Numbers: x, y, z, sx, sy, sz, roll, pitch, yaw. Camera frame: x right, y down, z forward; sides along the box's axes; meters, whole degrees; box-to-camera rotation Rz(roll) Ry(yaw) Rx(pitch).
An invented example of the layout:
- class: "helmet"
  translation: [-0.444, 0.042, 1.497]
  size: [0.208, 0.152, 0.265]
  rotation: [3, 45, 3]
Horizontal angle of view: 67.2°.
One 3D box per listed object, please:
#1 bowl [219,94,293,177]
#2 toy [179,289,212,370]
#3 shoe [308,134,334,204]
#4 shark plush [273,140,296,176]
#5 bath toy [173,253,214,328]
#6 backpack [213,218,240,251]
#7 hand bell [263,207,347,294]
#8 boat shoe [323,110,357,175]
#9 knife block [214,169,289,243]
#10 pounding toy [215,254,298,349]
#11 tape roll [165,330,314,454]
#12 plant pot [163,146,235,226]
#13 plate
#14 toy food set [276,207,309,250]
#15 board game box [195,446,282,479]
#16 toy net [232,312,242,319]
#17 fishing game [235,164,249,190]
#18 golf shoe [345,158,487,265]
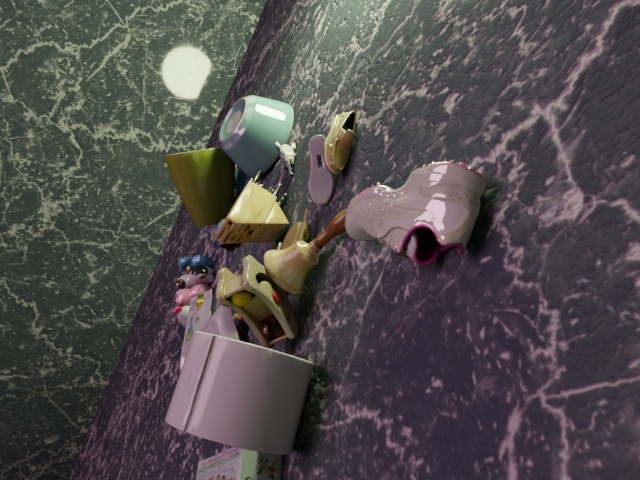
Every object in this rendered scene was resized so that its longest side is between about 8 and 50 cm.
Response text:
- class: "bowl"
  translation: [-0.253, -0.401, 1.757]
  size: [0.311, 0.163, 0.311]
  rotation: [-32, 45, 38]
- class: "toy"
  translation: [-0.373, 0.285, 1.514]
  size: [0.137, 0.056, 0.237]
  rotation: [-24, 58, 42]
- class: "shoe"
  translation: [0.004, -0.172, 1.225]
  size: [0.081, 0.063, 0.178]
  rotation: [42, -137, -78]
- class: "shark plush"
  translation: [-0.100, -0.257, 1.544]
  size: [0.161, 0.073, 0.067]
  rotation: [57, 144, 37]
- class: "bath toy"
  translation: [-0.481, 0.196, 1.798]
  size: [0.151, 0.129, 0.348]
  rotation: [-54, 28, 26]
- class: "backpack"
  translation: [-0.330, -0.035, 1.743]
  size: [0.105, 0.084, 0.114]
  rotation: [-29, 41, 50]
- class: "hand bell"
  translation: [0.000, 0.000, 1.061]
  size: [0.242, 0.126, 0.126]
  rotation: [-42, 33, 22]
- class: "boat shoe"
  translation: [0.055, -0.247, 1.181]
  size: [0.072, 0.068, 0.190]
  rotation: [-21, 51, 39]
- class: "knife block"
  translation: [-0.210, -0.110, 1.394]
  size: [0.088, 0.275, 0.242]
  rotation: [-50, 59, 33]
- class: "pounding toy"
  translation: [-0.153, 0.163, 1.063]
  size: [0.155, 0.269, 0.154]
  rotation: [-27, 54, 11]
- class: "tape roll"
  translation: [-0.150, 0.287, 0.918]
  size: [0.246, 0.246, 0.169]
  rotation: [-15, 57, 60]
- class: "plant pot"
  translation: [-0.453, -0.213, 1.919]
  size: [0.275, 0.275, 0.293]
  rotation: [-160, 59, -65]
- class: "plate"
  translation: [-0.313, 0.351, 1.339]
  size: [0.278, 0.045, 0.277]
  rotation: [-50, 43, 24]
- class: "toy food set"
  translation: [-0.068, 0.014, 1.243]
  size: [0.192, 0.038, 0.132]
  rotation: [-47, 24, 47]
- class: "board game box"
  translation: [-0.173, 0.564, 0.907]
  size: [0.224, 0.097, 0.303]
  rotation: [-41, 37, 42]
- class: "toy net"
  translation: [-0.168, 0.145, 1.262]
  size: [0.122, 0.045, 0.232]
  rotation: [-49, 13, -32]
- class: "fishing game"
  translation: [-0.293, -0.284, 1.937]
  size: [0.264, 0.041, 0.189]
  rotation: [-15, 64, 53]
- class: "golf shoe"
  translation: [0.129, -0.024, 0.784]
  size: [0.306, 0.115, 0.140]
  rotation: [-22, 54, 59]
